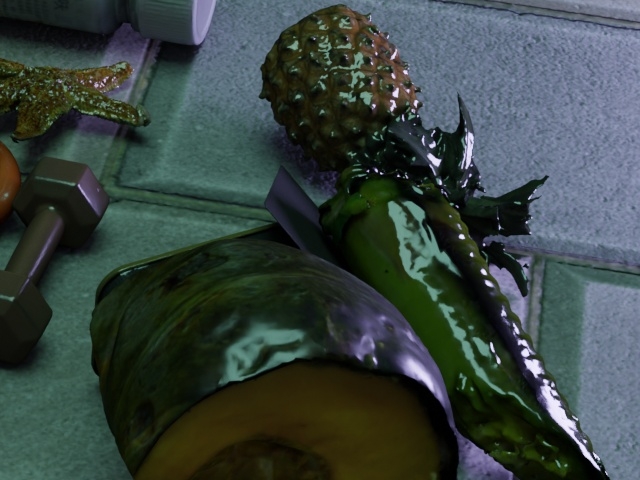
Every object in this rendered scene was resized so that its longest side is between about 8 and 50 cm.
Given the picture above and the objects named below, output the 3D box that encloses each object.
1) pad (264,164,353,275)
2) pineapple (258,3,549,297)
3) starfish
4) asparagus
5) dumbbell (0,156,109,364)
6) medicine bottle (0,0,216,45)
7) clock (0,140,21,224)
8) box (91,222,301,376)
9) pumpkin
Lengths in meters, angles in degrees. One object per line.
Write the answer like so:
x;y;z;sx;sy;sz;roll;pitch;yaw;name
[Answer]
0.000;0.000;1.855;0.143;0.003;0.211;50;10;-6;pad
0.093;-0.082;2.010;0.165;0.165;0.364;-25;57;-32;pineapple
-0.294;-0.156;2.093;0.240;0.043;0.227;17;24;23;starfish
0.127;0.091;1.785;0.128;0.108;0.382;10;42;-48;asparagus
-0.271;0.015;1.878;0.082;0.092;0.231;34;40;-12;dumbbell
-0.254;-0.311;2.206;0.273;0.165;0.165;12;40;5;medicine bottle
-0.397;-0.054;1.967;0.205;0.051;0.205;5;37;-3;clock
-0.094;0.080;1.778;0.201;0.144;0.090;-15;48;-25;box
-0.031;0.140;1.624;0.256;0.303;0.225;-33;41;-3;pumpkin
